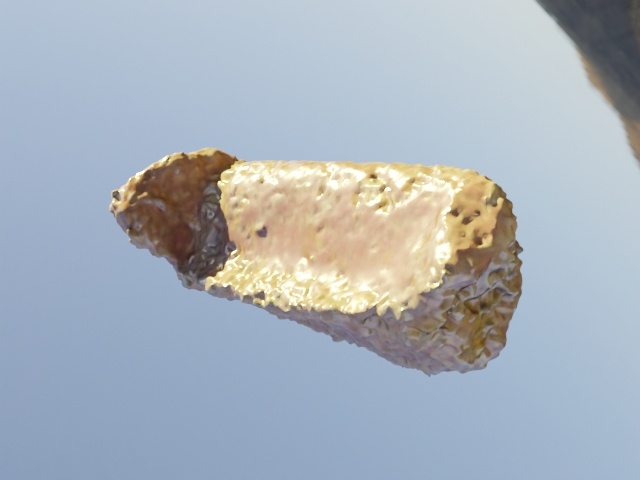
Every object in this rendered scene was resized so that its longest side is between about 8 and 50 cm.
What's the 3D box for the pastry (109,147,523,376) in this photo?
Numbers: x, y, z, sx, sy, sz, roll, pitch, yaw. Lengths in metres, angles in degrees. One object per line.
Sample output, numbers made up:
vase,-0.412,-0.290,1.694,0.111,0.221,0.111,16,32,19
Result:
pastry,0.005,0.006,0.629,0.265,0.103,0.112,17,163,42
